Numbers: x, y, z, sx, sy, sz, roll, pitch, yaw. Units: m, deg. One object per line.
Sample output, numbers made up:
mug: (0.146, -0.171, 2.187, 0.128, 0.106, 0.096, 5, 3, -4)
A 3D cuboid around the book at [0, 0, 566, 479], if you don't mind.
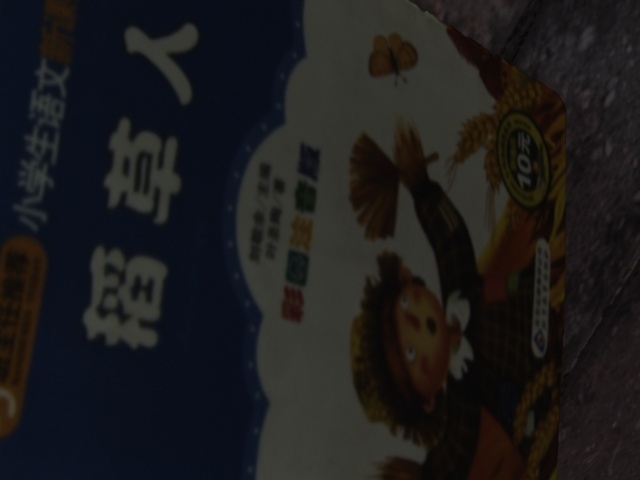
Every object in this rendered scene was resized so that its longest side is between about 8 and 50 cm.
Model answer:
book: (0.000, 0.000, 0.588, 0.428, 0.039, 0.300, 19, 71, -44)
